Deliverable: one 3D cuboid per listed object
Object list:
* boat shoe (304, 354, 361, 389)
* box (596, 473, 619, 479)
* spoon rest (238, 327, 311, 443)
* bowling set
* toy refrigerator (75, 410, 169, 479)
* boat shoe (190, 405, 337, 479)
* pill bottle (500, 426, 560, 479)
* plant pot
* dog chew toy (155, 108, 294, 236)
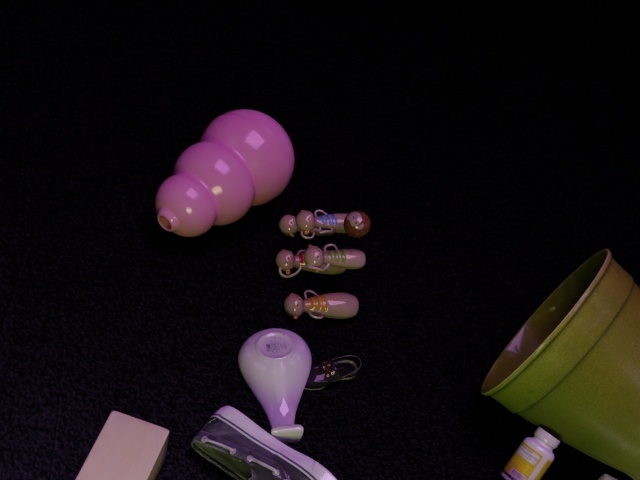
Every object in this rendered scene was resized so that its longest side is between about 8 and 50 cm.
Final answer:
[{"bbox_3d":[0.017,0.247,1.816,0.133,0.042,0.049,-10,57,-29],"label":"boat shoe"},{"bbox_3d":[0.578,0.605,1.721,0.232,0.058,0.322,27,46,1],"label":"box"},{"bbox_3d":[-0.077,0.263,1.739,0.137,0.084,0.276,-3,38,-7],"label":"spoon rest"},{"bbox_3d":[0.000,0.000,1.932,0.154,0.200,0.287,2,45,-20],"label":"bowling set"},{"bbox_3d":[-0.332,0.407,1.482,0.102,0.094,0.269,18,44,2],"label":"toy refrigerator"},{"bbox_3d":[-0.083,0.391,1.586,0.301,0.108,0.102,32,51,19],"label":"boat shoe"},{"bbox_3d":[0.390,0.405,1.776,0.065,0.065,0.116,36,90,10],"label":"pill bottle"},{"bbox_3d":[0.559,0.269,1.836,0.353,0.366,0.366,41,46,5],"label":"plant pot"},{"bbox_3d":[-0.203,-0.126,1.960,0.206,0.206,0.332,37,54,12],"label":"dog chew toy"}]
